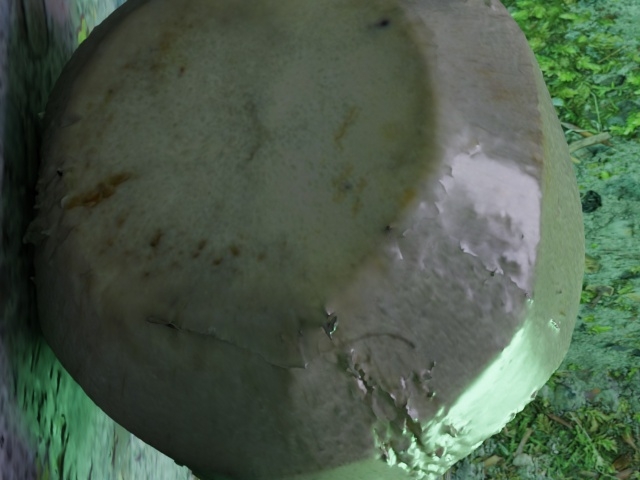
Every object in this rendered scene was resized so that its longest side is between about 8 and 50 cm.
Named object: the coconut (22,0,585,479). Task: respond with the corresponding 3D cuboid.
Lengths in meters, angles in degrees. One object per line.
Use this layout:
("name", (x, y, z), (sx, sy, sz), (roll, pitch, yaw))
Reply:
("coconut", (0.000, 0.000, 0.879), (0.247, 0.245, 0.245), (48, 39, -67))
